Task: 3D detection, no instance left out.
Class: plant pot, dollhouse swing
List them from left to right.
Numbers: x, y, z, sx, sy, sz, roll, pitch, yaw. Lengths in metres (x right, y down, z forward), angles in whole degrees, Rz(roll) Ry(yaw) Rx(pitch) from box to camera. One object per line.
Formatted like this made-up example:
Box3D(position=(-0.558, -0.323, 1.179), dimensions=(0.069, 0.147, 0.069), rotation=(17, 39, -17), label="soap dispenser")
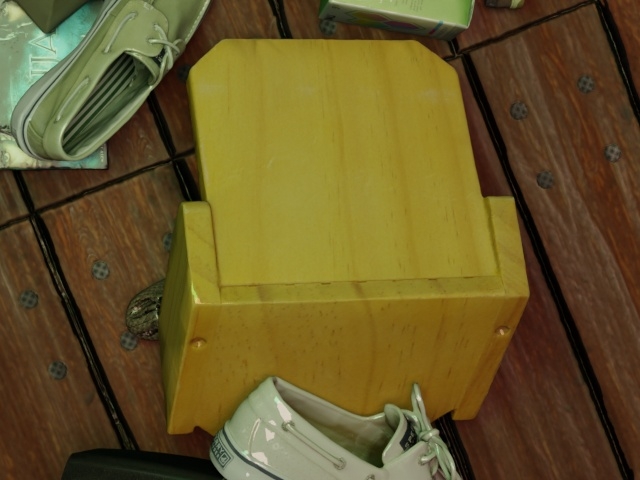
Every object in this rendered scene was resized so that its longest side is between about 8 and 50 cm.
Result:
Box3D(position=(-0.193, 0.307, 1.685), dimensions=(0.167, 0.187, 0.188), rotation=(17, 88, 7), label="plant pot")
Box3D(position=(0.000, 0.000, 1.717), dimensions=(0.347, 0.315, 0.305), rotation=(-2, 50, -16), label="dollhouse swing")

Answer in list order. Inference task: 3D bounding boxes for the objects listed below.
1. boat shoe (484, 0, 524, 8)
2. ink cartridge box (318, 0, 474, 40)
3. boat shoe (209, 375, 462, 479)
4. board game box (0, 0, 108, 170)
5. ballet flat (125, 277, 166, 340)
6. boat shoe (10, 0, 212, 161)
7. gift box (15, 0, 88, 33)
Box3D(position=(0.199, -0.332, 1.785), dimensions=(0.049, 0.056, 0.152), rotation=(-5, 90, -11), label="boat shoe")
Box3D(position=(0.055, -0.269, 1.742), dimensions=(0.209, 0.109, 0.062), rotation=(10, 88, -6), label="ink cartridge box")
Box3D(position=(0.074, 0.225, 1.678), dimensions=(0.367, 0.136, 0.156), rotation=(27, 108, -24), label="boat shoe")
Box3D(position=(-0.294, -0.169, 1.746), dimensions=(0.126, 0.026, 0.186), rotation=(-1, 90, -7), label="board game box")
Box3D(position=(-0.098, 0.038, 1.749), dimensions=(0.250, 0.058, 0.084), rotation=(-25, 93, -6), label="ballet flat")
Box3D(position=(-0.196, -0.192, 1.693), dimensions=(0.302, 0.094, 0.109), rotation=(-52, 135, -14), label="boat shoe")
Box3D(position=(-0.254, -0.403, 1.624), dimensions=(0.255, 0.258, 0.276), rotation=(44, 77, -5), label="gift box")
